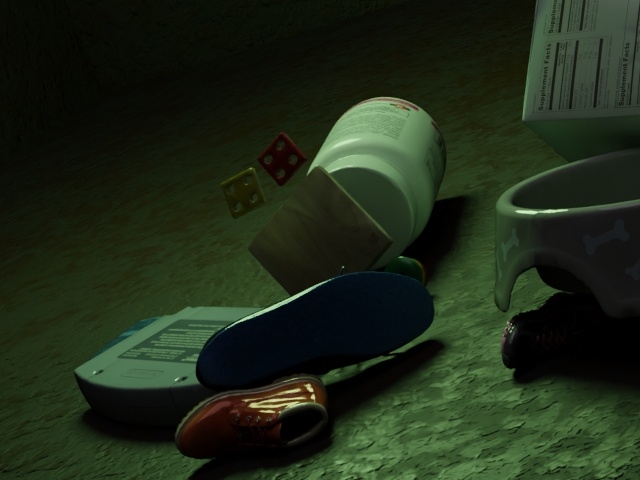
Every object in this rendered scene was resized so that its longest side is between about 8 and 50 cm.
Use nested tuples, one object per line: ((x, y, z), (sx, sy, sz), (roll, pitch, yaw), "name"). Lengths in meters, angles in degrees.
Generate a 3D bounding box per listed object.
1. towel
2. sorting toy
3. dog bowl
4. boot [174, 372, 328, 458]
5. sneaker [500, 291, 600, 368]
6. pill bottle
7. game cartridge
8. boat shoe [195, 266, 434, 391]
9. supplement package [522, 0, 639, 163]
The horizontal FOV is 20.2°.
((-0.234, 0.128, 2.216), (0.067, 0.029, 0.119), (-11, 18, 38), "towel")
((0.000, 0.000, 2.081), (0.132, 0.274, 0.046), (-50, -24, 13), "sorting toy")
((0.328, -0.022, 1.724), (0.349, 0.102, 0.349), (-13, 11, 3), "dog bowl")
((-0.066, 0.180, 1.743), (0.158, 0.059, 0.084), (-21, 19, -1), "boot")
((0.221, 0.087, 1.707), (0.057, 0.047, 0.119), (12, 36, 45), "sneaker")
((0.066, -0.070, 2.247), (0.160, 0.160, 0.283), (-17, 15, 15), "pill bottle")
((-0.142, 0.139, 2.005), (0.198, 0.062, 0.297), (-36, 20, -32), "game cartridge")
((-0.012, 0.090, 1.851), (0.258, 0.109, 0.089), (-9, -11, -19), "boat shoe")
((0.384, -0.189, 1.929), (0.263, 0.198, 0.199), (-1, -18, 31), "supplement package")
